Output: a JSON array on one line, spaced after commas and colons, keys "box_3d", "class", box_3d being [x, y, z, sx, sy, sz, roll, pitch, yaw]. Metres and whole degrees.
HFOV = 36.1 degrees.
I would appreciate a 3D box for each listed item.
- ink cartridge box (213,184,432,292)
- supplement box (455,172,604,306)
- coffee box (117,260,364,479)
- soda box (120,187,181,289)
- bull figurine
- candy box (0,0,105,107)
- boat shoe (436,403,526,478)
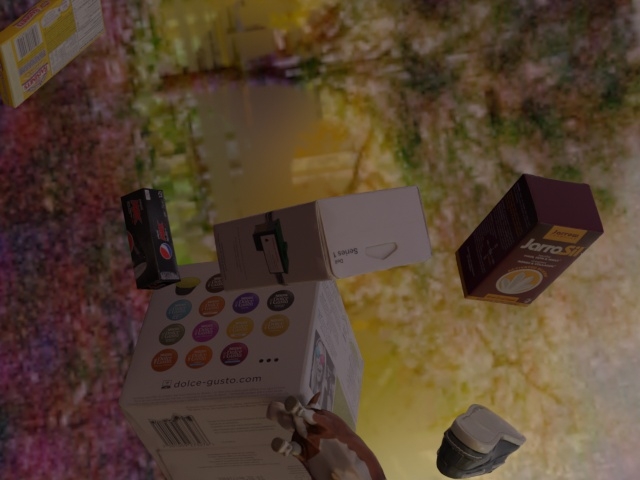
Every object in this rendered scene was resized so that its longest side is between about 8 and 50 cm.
[{"box_3d": [0.000, 0.000, 1.167, 0.219, 0.160, 0.093, -11, -90, 52], "class": "ink cartridge box"}, {"box_3d": [0.271, 0.004, 1.299, 0.188, 0.104, 0.081, 124, -33, -48], "class": "supplement box"}, {"box_3d": [-0.127, 0.261, 1.840, 0.334, 0.337, 0.338, -80, 158, -44], "class": "coffee box"}, {"box_3d": [-0.294, -0.002, 1.695, 0.053, 0.060, 0.169, 5, 70, -57], "class": "soda box"}, {"box_3d": [0.014, 0.326, 1.460, 0.310, 0.101, 0.188, 43, 4, 31], "class": "bull figurine"}, {"box_3d": [-0.371, -0.282, 1.350, 0.206, 0.027, 0.105, -54, 161, -38], "class": "candy box"}, {"box_3d": [0.295, 0.381, 1.836, 0.099, 0.116, 0.319, -58, 156, 9], "class": "boat shoe"}]
